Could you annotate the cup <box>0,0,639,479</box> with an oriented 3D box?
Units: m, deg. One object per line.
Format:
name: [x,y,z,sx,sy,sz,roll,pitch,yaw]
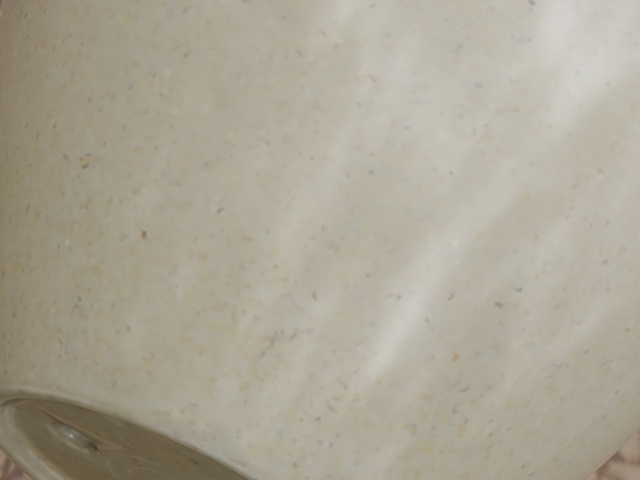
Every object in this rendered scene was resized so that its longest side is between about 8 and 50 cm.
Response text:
cup: [0.000,0.000,0.651,0.331,0.331,0.237,31,65,-7]
